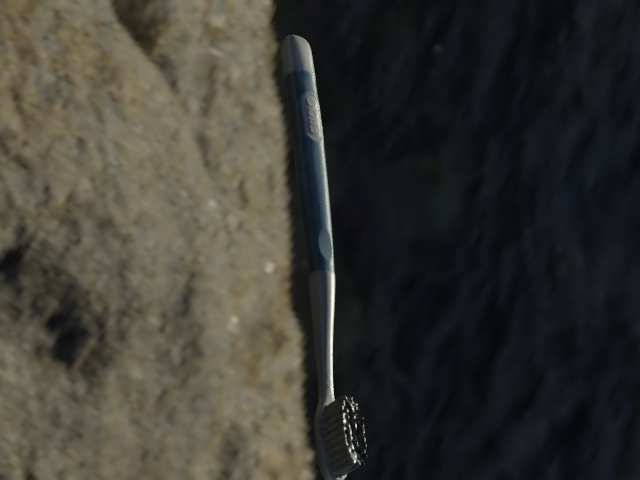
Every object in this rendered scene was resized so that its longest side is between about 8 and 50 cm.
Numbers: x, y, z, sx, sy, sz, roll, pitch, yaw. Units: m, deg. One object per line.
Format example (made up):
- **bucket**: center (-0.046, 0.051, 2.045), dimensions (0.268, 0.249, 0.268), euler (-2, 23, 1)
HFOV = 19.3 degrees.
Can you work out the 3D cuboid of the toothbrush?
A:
- **toothbrush**: center (0.000, 0.000, 1.015), dimensions (0.019, 0.276, 0.025), euler (16, 144, -33)
